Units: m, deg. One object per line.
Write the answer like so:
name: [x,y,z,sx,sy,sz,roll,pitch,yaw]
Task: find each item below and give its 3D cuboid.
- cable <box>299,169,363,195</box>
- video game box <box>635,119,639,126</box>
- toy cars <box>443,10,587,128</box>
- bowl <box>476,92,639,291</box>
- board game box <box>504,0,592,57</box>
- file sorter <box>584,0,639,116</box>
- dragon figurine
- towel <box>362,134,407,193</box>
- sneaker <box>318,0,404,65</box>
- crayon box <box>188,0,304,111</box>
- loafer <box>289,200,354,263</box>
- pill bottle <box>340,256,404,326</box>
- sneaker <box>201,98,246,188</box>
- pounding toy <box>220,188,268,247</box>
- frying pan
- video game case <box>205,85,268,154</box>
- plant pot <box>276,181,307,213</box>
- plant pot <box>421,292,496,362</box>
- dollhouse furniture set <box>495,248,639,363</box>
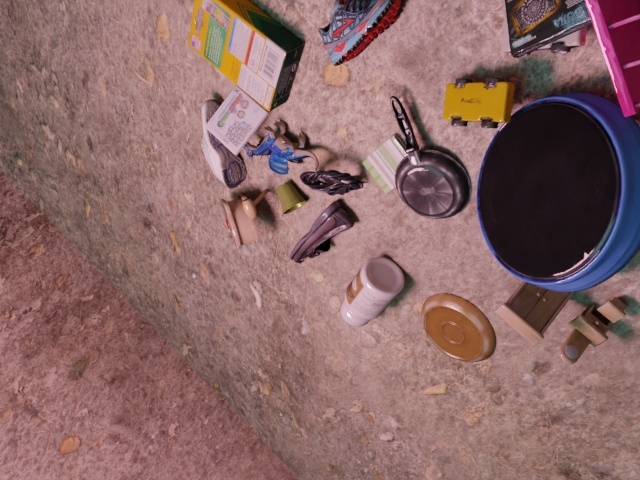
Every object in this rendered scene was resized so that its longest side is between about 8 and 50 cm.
cable: [0.017,-0.159,1.791,0.185,0.151,0.047,2,83,45]
video game box: [0.597,-0.139,1.284,0.187,0.048,0.205,28,138,24]
toy cars: [0.391,-0.343,1.291,0.393,0.087,0.176,-51,49,50]
bowl: [0.457,-0.094,1.276,0.391,0.077,0.390,0,90,61]
board game box: [0.405,-0.414,1.144,0.186,0.026,0.126,-11,82,60]
file sorter: [0.547,-0.383,1.013,0.182,0.202,0.290,-11,112,46]
dragon figurine: [-0.102,-0.248,1.875,0.289,0.085,0.144,33,139,23]
towel: [0.183,-0.197,1.684,0.113,0.023,0.152,54,145,0]
sneaker: [0.076,-0.504,1.470,0.125,0.104,0.262,56,142,-3]
crayon box: [-0.207,-0.530,1.754,0.323,0.083,0.203,40,141,13]
loafer: [0.000,0.000,1.964,0.095,0.109,0.302,43,139,4]
pill bottle: [0.144,0.159,1.920,0.131,0.131,0.229,43,142,10]
sneaker: [-0.333,-0.305,2.053,0.129,0.111,0.297,24,134,39]
pounding toy: [-0.226,-0.073,2.099,0.269,0.155,0.154,-148,42,-74]
frying pan: [0.264,-0.183,1.569,0.197,0.053,0.326,10,130,26]
video game case: [-0.246,-0.352,1.900,0.143,0.019,0.157,43,100,22]
plant pot: [-0.096,-0.134,1.978,0.079,0.083,0.083,61,143,7]
plant pot: [0.381,0.256,1.840,0.236,0.032,0.236,26,135,29]
dollhouse furniture set: [0.543,0.082,1.370,0.303,0.174,0.355,42,151,11]
